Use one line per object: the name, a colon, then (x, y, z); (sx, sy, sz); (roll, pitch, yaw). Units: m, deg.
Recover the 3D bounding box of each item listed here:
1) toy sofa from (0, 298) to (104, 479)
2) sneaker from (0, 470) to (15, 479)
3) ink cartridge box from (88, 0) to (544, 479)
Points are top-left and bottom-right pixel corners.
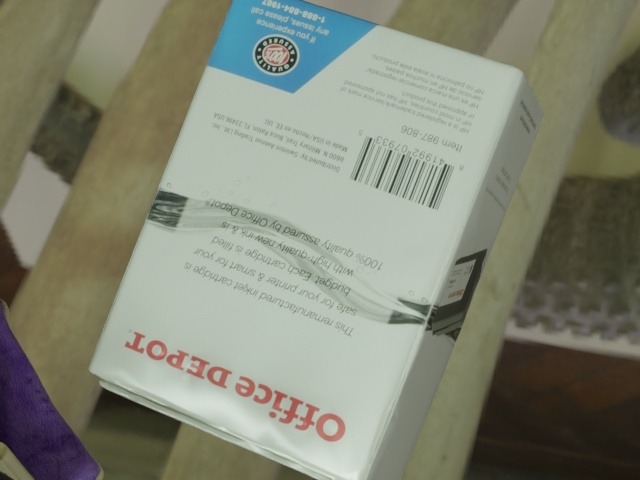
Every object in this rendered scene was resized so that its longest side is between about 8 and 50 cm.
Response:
toy sofa: (-0.398, 0.164, 1.543); (0.362, 0.177, 0.150); (50, 169, 40)
sneaker: (-0.285, 0.265, 1.253); (0.130, 0.286, 0.109); (-16, 169, -26)
ink cartridge box: (0.000, 0.000, 1.315); (0.285, 0.395, 0.166); (21, 178, 19)
